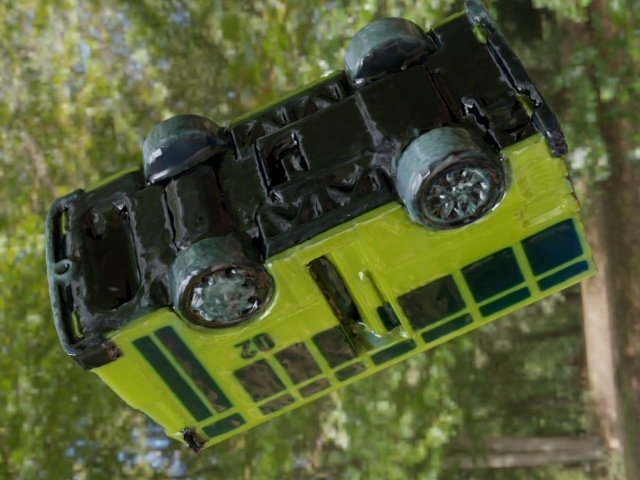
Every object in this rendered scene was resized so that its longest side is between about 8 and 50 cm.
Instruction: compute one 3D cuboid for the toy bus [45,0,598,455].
[{"bbox_3d":[0.000,0.000,0.623,0.128,0.262,0.150,-109,-8,-45],"label":"toy bus"}]
